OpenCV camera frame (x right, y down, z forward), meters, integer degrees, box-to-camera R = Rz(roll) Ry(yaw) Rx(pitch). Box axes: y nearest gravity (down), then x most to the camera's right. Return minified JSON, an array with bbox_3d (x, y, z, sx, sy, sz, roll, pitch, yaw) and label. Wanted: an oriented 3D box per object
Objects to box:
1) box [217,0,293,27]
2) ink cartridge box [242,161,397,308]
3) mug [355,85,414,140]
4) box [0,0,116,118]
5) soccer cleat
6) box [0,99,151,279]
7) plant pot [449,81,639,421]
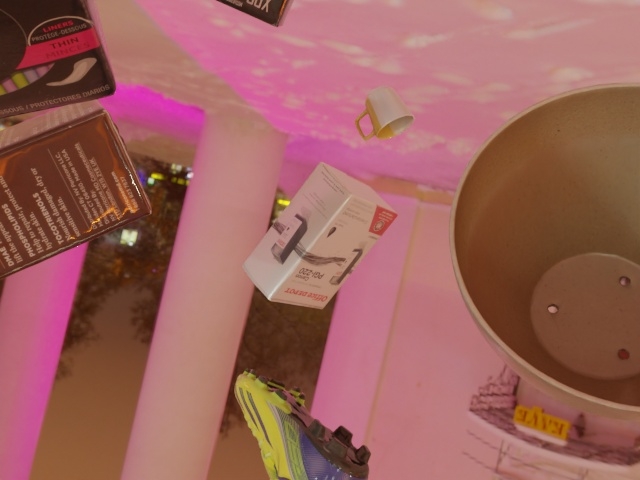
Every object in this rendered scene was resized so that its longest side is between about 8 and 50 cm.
[{"bbox_3d":[-0.140,-0.424,0.783,0.307,0.243,0.076,22,-160,-5],"label":"box"},{"bbox_3d":[0.000,0.000,1.102,0.092,0.218,0.158,49,-162,31],"label":"ink cartridge box"},{"bbox_3d":[0.090,-0.188,0.992,0.078,0.064,0.062,-24,165,-5],"label":"mug"},{"bbox_3d":[-0.232,-0.189,0.384,0.165,0.144,0.270,-15,166,-10],"label":"box"},{"bbox_3d":[-0.049,0.255,0.858,0.093,0.121,0.289,27,179,-35],"label":"soccer cleat"},{"bbox_3d":[-0.408,-0.033,0.791,0.381,0.143,0.191,-24,-156,-13],"label":"box"},{"bbox_3d":[0.261,0.032,0.599,0.284,0.284,0.191,12,157,19],"label":"plant pot"}]
